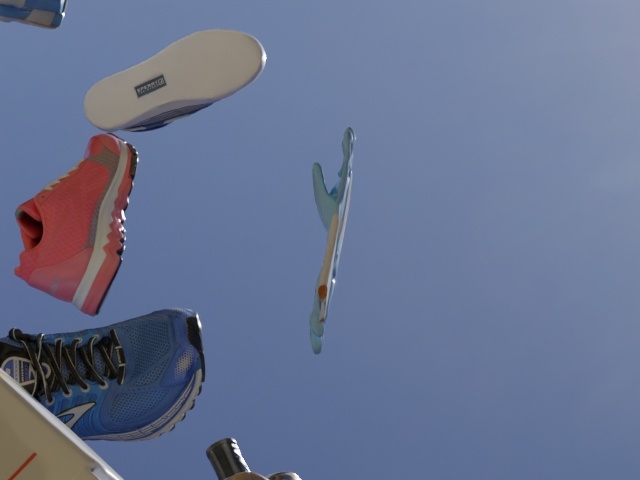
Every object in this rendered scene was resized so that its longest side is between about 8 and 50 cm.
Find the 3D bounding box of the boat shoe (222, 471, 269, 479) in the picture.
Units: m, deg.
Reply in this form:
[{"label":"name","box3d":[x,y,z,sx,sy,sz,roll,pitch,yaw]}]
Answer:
[{"label":"boat shoe","box3d":[-0.029,0.322,1.531,0.092,0.285,0.103,-10,-136,42]}]

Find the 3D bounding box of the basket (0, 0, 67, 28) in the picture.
[{"label":"basket","box3d":[-0.302,-0.343,1.385,0.201,0.254,0.289,40,-65,48]}]

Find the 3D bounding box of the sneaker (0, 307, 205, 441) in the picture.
[{"label":"sneaker","box3d":[-0.264,0.155,1.694,0.330,0.147,0.130,-26,-120,25]}]

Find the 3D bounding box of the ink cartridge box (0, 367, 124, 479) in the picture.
[{"label":"ink cartridge box","box3d":[-0.217,0.189,0.934,0.207,0.119,0.353,-48,-139,-11]}]

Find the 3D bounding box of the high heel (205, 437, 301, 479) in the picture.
[{"label":"high heel","box3d":[-0.041,0.342,1.777,0.093,0.261,0.186,-31,-123,3]}]

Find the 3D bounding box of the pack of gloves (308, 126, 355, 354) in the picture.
[{"label":"pack of gloves","box3d":[0.000,0.000,1.792,0.046,0.195,0.232,10,-123,2]}]

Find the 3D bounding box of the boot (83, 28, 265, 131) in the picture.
[{"label":"boot","box3d":[-0.131,-0.153,1.551,0.190,0.069,0.086,-15,176,18]}]

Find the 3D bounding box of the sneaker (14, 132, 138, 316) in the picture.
[{"label":"sneaker","box3d":[-0.318,-0.045,2.053,0.314,0.136,0.116,-91,-156,-49]}]
